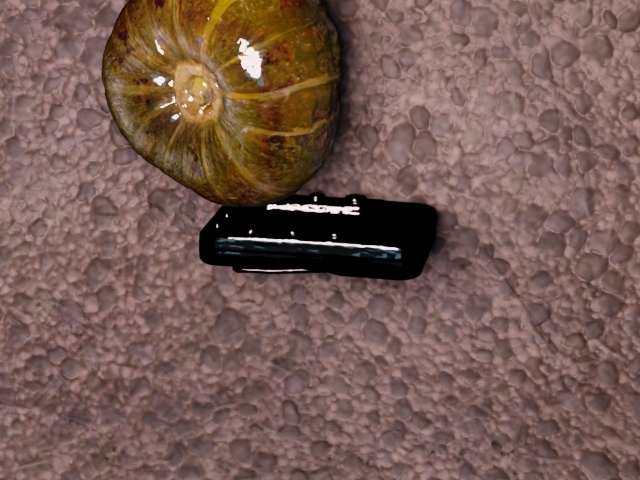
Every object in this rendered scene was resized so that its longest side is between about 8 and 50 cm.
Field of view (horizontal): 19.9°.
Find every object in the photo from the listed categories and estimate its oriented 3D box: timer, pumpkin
[{"bbox_3d":[0.000,0.000,1.548,0.187,0.144,0.055,4,107,9],"label":"timer"},{"bbox_3d":[-0.076,-0.145,1.533,0.219,0.162,0.219,14,115,31],"label":"pumpkin"}]
